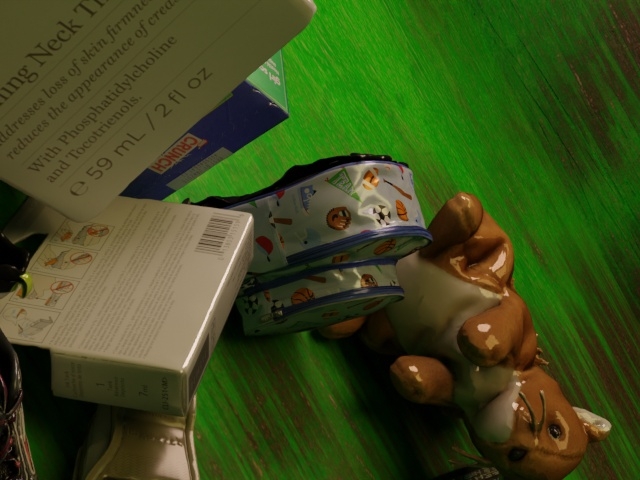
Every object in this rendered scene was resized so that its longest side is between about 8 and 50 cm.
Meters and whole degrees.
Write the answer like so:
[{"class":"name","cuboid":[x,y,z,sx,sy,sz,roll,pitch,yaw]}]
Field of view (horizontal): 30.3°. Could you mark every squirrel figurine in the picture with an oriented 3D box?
[{"class":"squirrel figurine","cuboid":[0.240,0.168,1.666,0.370,0.281,0.397,52,12,13]}]

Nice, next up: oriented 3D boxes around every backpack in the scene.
[{"class":"backpack","cuboid":[0.000,0.000,1.452,0.276,0.263,0.213,-10,74,-64]}]

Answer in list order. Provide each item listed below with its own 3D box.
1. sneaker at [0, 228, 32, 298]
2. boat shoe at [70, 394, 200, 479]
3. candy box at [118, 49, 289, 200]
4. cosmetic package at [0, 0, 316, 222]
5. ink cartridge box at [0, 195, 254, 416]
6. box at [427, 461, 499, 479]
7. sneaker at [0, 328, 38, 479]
[{"class":"sneaker","cuboid":[-0.334,-0.043,1.030,0.235,0.097,0.084,54,27,-16]},{"class":"boat shoe","cuboid":[-0.172,0.228,1.083,0.113,0.103,0.302,20,40,-12]},{"class":"candy box","cuboid":[-0.179,-0.218,1.334,0.122,0.268,0.317,31,39,-43]},{"class":"cosmetic package","cuboid":[-0.281,-0.294,1.090,0.393,0.329,0.327,34,23,-43]},{"class":"ink cartridge box","cuboid":[-0.210,0.048,1.154,0.275,0.238,0.060,-71,167,-56]},{"class":"box","cuboid":[0.253,0.432,1.721,0.270,0.060,0.216,3,63,-60]},{"class":"sneaker","cuboid":[-0.283,0.165,0.958,0.121,0.112,0.299,-13,77,-63]}]
